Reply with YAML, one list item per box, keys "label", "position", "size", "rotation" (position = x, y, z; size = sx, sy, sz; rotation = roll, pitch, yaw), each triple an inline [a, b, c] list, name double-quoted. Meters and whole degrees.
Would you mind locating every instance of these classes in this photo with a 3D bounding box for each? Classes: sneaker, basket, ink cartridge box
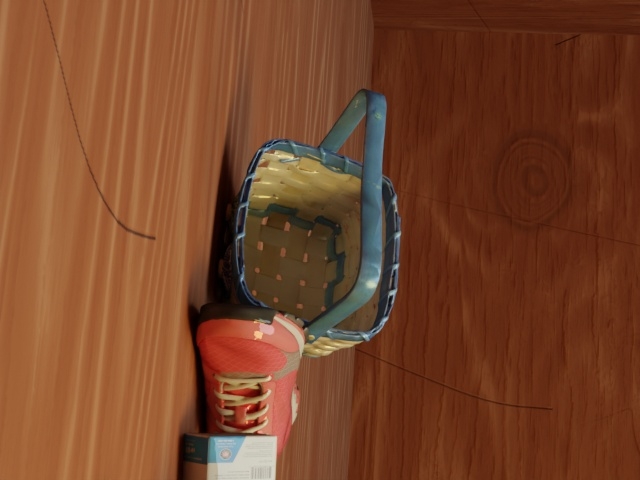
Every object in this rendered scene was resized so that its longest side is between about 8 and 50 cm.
- label: "sneaker"
  position: [-0.073, 0.177, 1.714]
  size: [0.314, 0.116, 0.136]
  rotation: [83, 12, -58]
- label: "basket"
  position: [0.000, 0.000, 1.780]
  size: [0.289, 0.201, 0.255]
  rotation: [-43, -145, 51]
- label: "ink cartridge box"
  position: [-0.095, 0.260, 1.624]
  size: [0.052, 0.088, 0.122]
  rotation: [-3, -97, 51]
